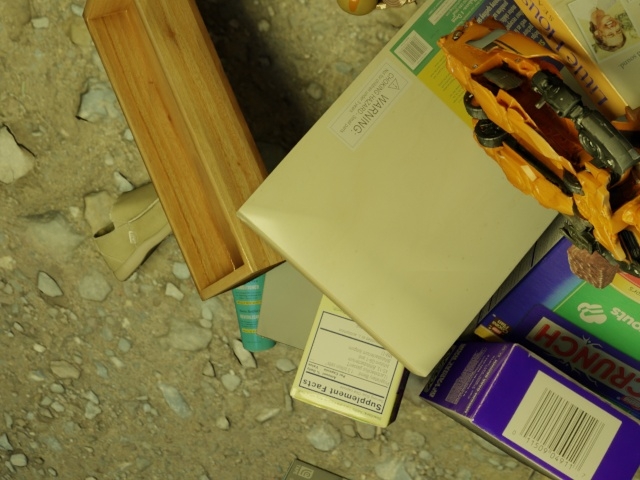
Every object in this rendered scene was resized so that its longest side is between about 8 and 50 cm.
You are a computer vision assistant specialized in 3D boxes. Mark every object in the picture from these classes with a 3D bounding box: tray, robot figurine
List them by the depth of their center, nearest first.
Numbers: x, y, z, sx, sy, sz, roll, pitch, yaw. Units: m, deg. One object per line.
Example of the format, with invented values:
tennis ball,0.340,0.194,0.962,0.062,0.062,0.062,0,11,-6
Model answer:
robot figurine,0.220,-0.093,0.777,0.085,0.291,0.211,-35,132,-3
tray,-0.165,-0.142,1.036,0.411,0.076,0.203,66,153,3

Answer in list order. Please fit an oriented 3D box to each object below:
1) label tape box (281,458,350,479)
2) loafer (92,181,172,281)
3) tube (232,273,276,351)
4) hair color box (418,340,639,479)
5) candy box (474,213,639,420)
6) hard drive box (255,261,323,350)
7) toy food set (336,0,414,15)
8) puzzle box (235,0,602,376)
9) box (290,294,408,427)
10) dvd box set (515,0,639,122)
label tape box,0.072,0.546,1.424,0.347,0.115,0.249,21,121,10
loafer,-0.251,-0.041,1.232,0.092,0.102,0.268,39,123,-10
tube,-0.104,0.063,1.273,0.080,0.052,0.207,-4,109,10
hair color box,0.250,0.214,1.063,0.185,0.339,0.110,32,82,1
candy box,0.381,0.065,1.023,0.268,0.122,0.317,32,137,0
hard drive box,0.000,0.000,1.120,0.089,0.181,0.232,17,120,11
toy food set,0.063,-0.329,1.007,0.192,0.038,0.132,16,121,10
puzzle box,0.139,-0.090,0.949,0.272,0.052,0.409,42,79,-5
box,0.070,0.098,1.068,0.117,0.213,0.243,17,82,10
dvd box set,0.317,-0.293,0.774,0.307,0.062,0.420,-36,84,-3
